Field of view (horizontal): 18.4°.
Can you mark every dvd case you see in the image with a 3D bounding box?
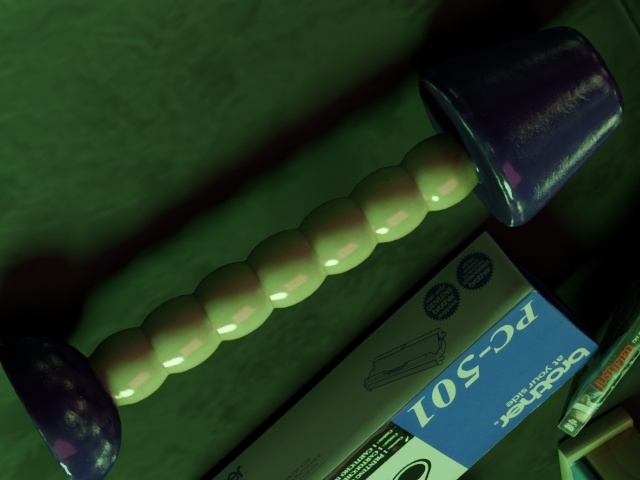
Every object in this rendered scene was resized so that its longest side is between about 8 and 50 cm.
[{"bbox_3d":[0.163,0.037,1.008,0.119,0.013,0.087,-59,178,27],"label":"dvd case"}]

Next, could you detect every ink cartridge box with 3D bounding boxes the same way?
[{"bbox_3d":[0.035,0.094,0.977,0.207,0.046,0.097,-43,146,7],"label":"ink cartridge box"}]

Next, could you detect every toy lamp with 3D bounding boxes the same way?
[{"bbox_3d":[0.000,0.000,0.816,0.274,0.080,0.080,-31,145,-7],"label":"toy lamp"}]

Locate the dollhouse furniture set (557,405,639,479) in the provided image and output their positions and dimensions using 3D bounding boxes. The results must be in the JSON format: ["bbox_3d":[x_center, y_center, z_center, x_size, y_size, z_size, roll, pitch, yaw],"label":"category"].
[{"bbox_3d":[0.114,0.298,1.147,0.303,0.198,0.286,-30,144,-10],"label":"dollhouse furniture set"}]
